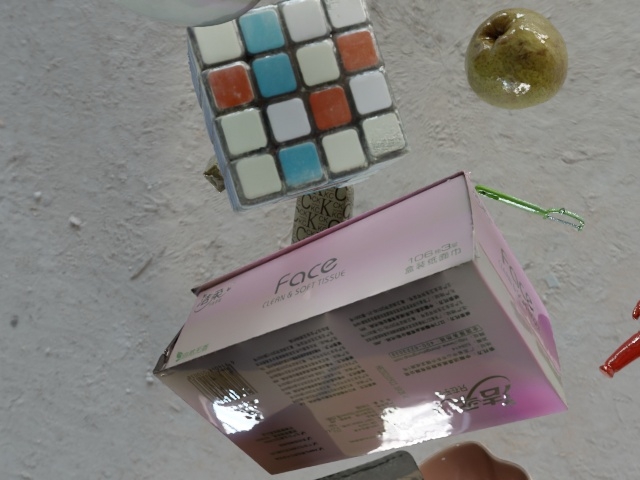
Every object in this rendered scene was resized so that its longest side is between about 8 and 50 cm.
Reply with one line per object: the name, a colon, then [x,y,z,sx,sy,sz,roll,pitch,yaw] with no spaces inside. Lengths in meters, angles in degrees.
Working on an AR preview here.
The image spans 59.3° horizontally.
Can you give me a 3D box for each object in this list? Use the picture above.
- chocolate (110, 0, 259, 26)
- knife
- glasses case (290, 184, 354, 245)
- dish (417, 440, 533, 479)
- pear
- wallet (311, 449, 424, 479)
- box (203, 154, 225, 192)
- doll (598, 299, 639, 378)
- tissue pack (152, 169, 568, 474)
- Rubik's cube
chocolate: [-0.081,-0.209,0.339,0.221,0.221,0.147,20,118,6]
knife: [0.395,-0.068,1.067,0.211,0.054,0.015,23,71,17]
glasses case: [0.000,0.000,1.365,0.137,0.085,0.355,17,112,26]
dish: [0.202,0.388,0.760,0.213,0.213,0.090,-28,114,19]
pear: [0.419,-0.397,1.230,0.228,0.211,0.188,18,71,45]
wallet: [0.018,0.321,0.551,0.044,0.320,0.171,-39,60,38]
box: [-0.224,-0.156,1.260,0.045,0.098,0.062,-34,117,16]
doll: [0.698,0.135,1.046,0.384,0.188,0.099,-51,134,-6]
tissue pack: [0.026,0.075,0.407,0.246,0.093,0.149,-23,120,26]
Rubik's cube: [-0.046,-0.195,0.861,0.253,0.259,0.257,-17,93,-9]
